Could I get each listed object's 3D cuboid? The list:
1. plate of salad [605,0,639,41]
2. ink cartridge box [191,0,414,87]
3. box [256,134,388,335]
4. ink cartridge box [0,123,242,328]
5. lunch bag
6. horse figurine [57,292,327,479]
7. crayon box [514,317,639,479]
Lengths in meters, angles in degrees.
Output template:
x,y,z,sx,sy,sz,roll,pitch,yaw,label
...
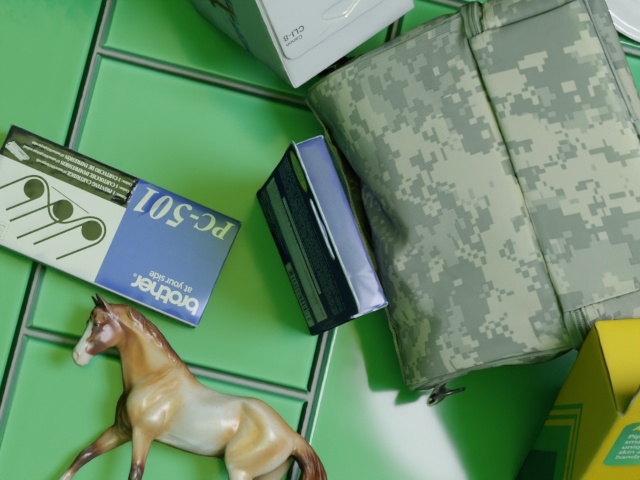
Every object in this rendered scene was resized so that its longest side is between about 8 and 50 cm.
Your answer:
x,y,z,sx,sy,sz,roll,pitch,yaw,label
0.319,-0.275,1.211,0.200,0.048,0.199,-1,93,-10,plate of salad
-0.034,-0.235,1.073,0.128,0.127,0.176,-36,46,-12,ink cartridge box
0.000,0.000,1.038,0.037,0.225,0.136,-21,86,-10,box
-0.180,-0.011,1.105,0.207,0.046,0.097,24,81,-5,ink cartridge box
0.144,-0.043,1.074,0.256,0.212,0.305,-19,86,13,lunch bag
-0.099,0.173,1.078,0.263,0.066,0.174,22,73,3,horse figurine
0.285,0.147,1.014,0.203,0.323,0.083,-2,55,-9,crayon box
